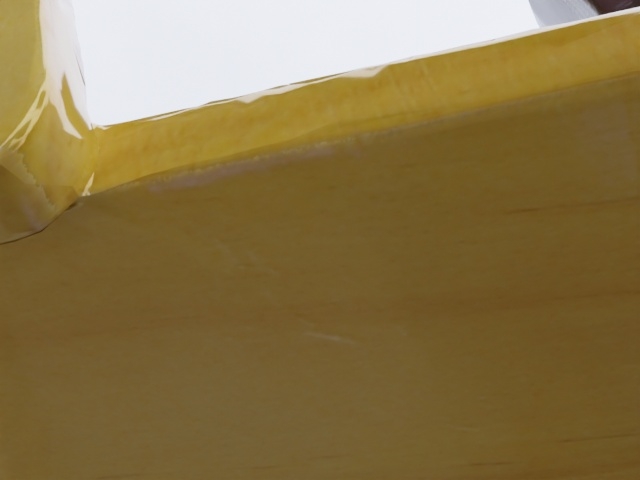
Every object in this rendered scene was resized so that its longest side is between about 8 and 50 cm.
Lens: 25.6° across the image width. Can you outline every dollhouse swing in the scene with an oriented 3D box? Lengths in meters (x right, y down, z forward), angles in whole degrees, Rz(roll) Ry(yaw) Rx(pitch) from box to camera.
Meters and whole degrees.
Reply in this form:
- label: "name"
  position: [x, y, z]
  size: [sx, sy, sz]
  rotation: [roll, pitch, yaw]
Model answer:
- label: "dollhouse swing"
  position: [0.000, 0.000, 0.526]
  size: [0.305, 0.315, 0.347]
  rotation: [-22, -48, 5]

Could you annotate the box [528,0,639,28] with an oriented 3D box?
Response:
- label: "box"
  position: [0.265, -0.204, 1.008]
  size: [0.168, 0.203, 0.167]
  rotation: [58, 2, 39]
